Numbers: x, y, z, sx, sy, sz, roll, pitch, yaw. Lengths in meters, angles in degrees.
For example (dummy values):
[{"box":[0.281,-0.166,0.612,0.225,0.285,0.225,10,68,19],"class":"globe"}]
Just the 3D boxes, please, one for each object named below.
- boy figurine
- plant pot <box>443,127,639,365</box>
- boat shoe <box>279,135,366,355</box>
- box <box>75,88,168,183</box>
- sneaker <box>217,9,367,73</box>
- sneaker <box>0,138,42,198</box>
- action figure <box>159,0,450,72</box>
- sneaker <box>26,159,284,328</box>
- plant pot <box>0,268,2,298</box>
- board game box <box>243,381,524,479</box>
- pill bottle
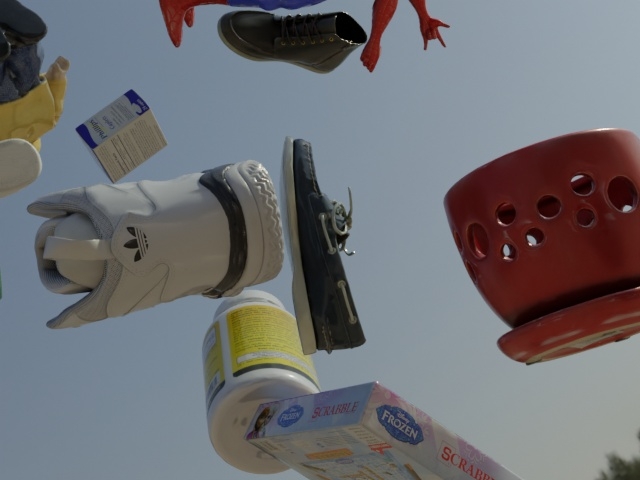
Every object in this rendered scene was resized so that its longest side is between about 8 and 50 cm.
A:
[{"box":[-0.401,-0.181,1.217,0.177,0.092,0.285,-42,-14,-30],"class":"boy figurine"},{"box":[0.228,0.011,0.858,0.191,0.174,0.191,-16,-16,-5],"class":"plant pot"},{"box":[0.000,0.000,1.039,0.079,0.254,0.095,-7,-24,-4],"class":"boat shoe"},{"box":[-0.382,-0.200,1.801,0.137,0.072,0.126,-38,-27,-12],"class":"box"},{"box":[-0.042,-0.331,1.458,0.222,0.083,0.118,6,-16,-30],"class":"sneaker"},{"box":[-0.419,-0.054,1.034,0.212,0.080,0.094,-14,-4,-24],"class":"sneaker"},{"box":[0.013,-0.200,0.840,0.280,0.091,0.139,-12,-59,12],"class":"action figure"},{"box":[-0.175,0.003,0.927,0.210,0.137,0.366,-9,-2,-17],"class":"sneaker"},{"box":[-0.554,0.006,1.276,0.166,0.234,0.165,-11,17,35],"class":"plant pot"},{"box":[0.098,0.317,1.300,0.318,0.066,0.319,36,-29,-19],"class":"board game box"},{"box":[-0.104,0.221,1.574,0.188,0.334,0.188,-4,-65,-8],"class":"pill bottle"}]
